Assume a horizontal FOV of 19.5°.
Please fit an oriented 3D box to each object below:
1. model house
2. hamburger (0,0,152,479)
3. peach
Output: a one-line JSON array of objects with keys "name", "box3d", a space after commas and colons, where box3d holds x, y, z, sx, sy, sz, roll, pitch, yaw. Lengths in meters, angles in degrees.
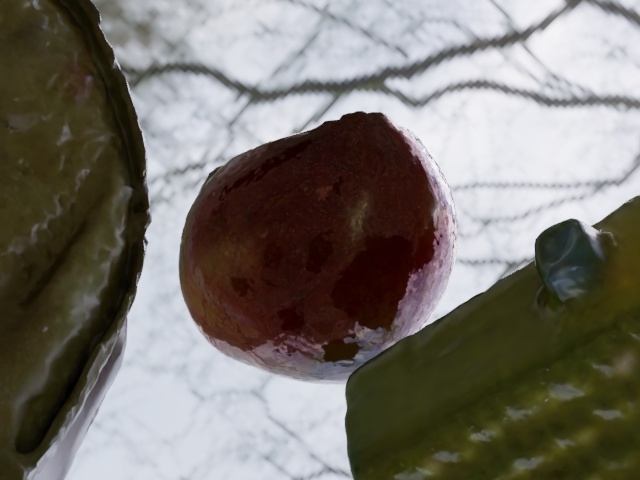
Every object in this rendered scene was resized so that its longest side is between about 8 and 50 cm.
[{"name": "model house", "box3d": [0.176, 0.118, 1.070, 0.237, 0.303, 0.215, -33, -150, 25]}, {"name": "hamburger", "box3d": [-0.160, 0.026, 0.619, 0.132, 0.211, 0.308, -10, -135, 52]}, {"name": "peach", "box3d": [0.000, 0.000, 1.277, 0.190, 0.190, 0.192, 27, -83, 62]}]
